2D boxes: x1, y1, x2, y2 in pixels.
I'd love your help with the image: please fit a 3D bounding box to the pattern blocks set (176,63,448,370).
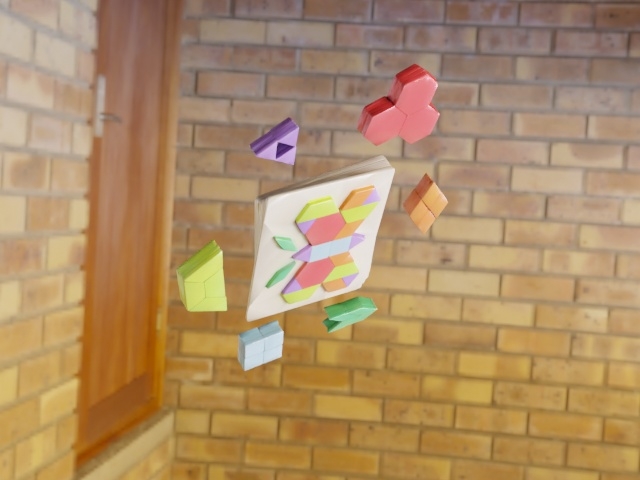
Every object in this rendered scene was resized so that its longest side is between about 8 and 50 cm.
[{"bbox_3d":[0.000,0.000,0.928,0.285,0.325,0.026,-25,-126,-14],"label":"pattern blocks set"}]
